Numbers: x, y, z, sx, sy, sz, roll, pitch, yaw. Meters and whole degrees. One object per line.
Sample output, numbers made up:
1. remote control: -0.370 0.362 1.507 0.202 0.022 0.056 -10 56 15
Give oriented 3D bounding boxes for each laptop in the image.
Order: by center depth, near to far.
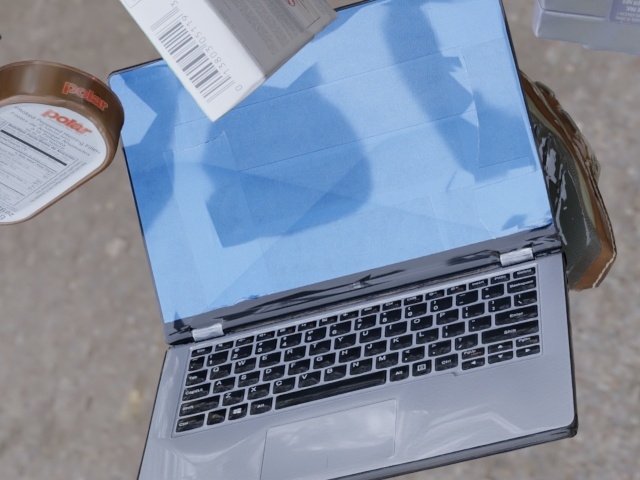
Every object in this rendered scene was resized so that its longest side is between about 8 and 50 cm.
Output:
1. laptop: 0.000 0.000 1.650 0.382 0.236 0.408 -15 30 13

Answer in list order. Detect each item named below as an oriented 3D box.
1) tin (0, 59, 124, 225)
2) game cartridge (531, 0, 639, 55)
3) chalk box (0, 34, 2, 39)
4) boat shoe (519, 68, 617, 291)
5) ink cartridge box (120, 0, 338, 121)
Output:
1. tin: -0.220 -0.066 1.393 0.189 0.106 0.040 -30 46 42
2. game cartridge: 0.418 -0.298 2.051 0.068 0.355 0.230 -89 7 -53
3. chalk box: -0.338 -0.120 1.212 0.132 0.213 0.132 -40 80 42
4. boat shoe: 0.223 -0.077 1.900 0.122 0.120 0.324 -58 36 30
5. ink cartridge box: -0.082 -0.190 1.317 0.056 0.181 0.225 -36 6 18
